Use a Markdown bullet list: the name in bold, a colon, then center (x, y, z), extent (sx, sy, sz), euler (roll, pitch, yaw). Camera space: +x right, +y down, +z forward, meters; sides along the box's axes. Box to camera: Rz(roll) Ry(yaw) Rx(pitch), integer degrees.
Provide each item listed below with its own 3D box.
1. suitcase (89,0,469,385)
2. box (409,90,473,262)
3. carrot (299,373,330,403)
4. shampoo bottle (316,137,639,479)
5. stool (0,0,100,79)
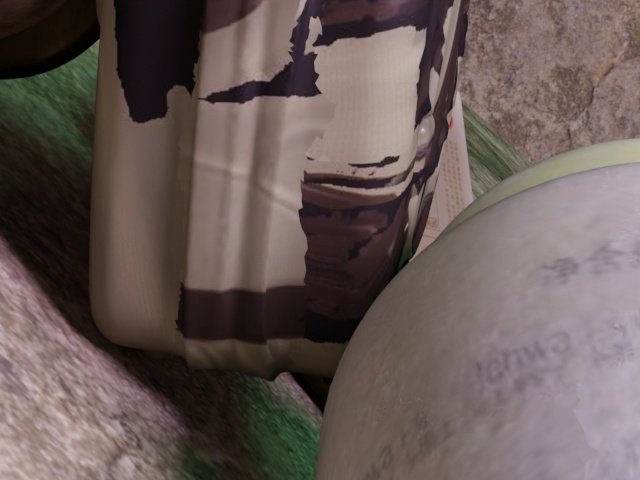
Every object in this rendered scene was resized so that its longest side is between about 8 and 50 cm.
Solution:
- **suitcase**: center (-0.017, -0.127, 0.961), extent (0.194, 0.339, 0.351), euler (9, 24, 6)
- **box**: center (0.046, -0.022, 1.227), extent (0.141, 0.058, 0.201), euler (11, 66, -42)
- **carrot**: center (0.002, 0.056, 1.108), extent (0.298, 0.078, 0.078), euler (46, 13, 24)
- **shampoo bottle**: center (0.157, 0.126, 0.777), extent (0.322, 0.322, 0.317), euler (40, 24, -17)
- **stool**: center (-0.188, -0.186, 0.898), extent (0.179, 0.179, 0.264), euler (44, -2, 0)
